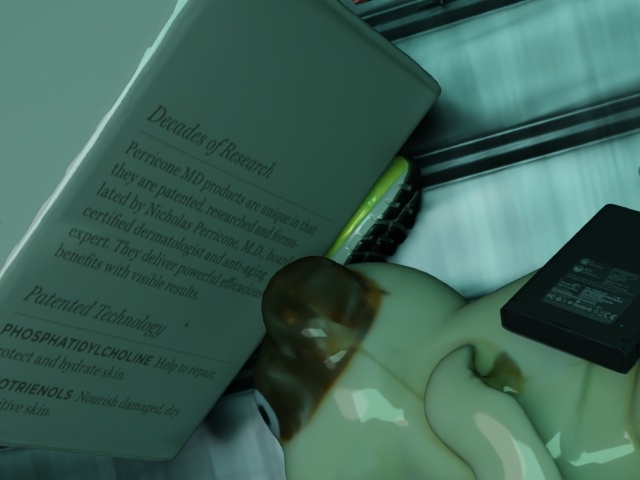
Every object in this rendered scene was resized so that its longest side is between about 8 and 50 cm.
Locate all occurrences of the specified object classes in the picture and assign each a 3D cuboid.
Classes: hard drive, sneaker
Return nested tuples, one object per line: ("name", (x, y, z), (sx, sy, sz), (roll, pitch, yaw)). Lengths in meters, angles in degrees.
("hard drive", (0.195, 0.027, 0.892), (0.094, 0.135, 0.022), (20, 136, 37))
("sneaker", (0.000, 0.000, 1.150), (0.094, 0.081, 0.208), (44, 97, 21))

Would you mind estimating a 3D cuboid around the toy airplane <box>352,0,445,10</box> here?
("toy airplane", (0.080, -0.271, 1.170), (0.151, 0.028, 0.151), (-1, 87, 18))

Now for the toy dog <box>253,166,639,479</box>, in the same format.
("toy dog", (0.146, 0.110, 0.998), (0.407, 0.284, 0.395), (-2, 73, 17))

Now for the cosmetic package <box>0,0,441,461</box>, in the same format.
("cosmetic package", (-0.190, -0.088, 1.051), (0.329, 0.327, 0.394), (40, 99, 30))
